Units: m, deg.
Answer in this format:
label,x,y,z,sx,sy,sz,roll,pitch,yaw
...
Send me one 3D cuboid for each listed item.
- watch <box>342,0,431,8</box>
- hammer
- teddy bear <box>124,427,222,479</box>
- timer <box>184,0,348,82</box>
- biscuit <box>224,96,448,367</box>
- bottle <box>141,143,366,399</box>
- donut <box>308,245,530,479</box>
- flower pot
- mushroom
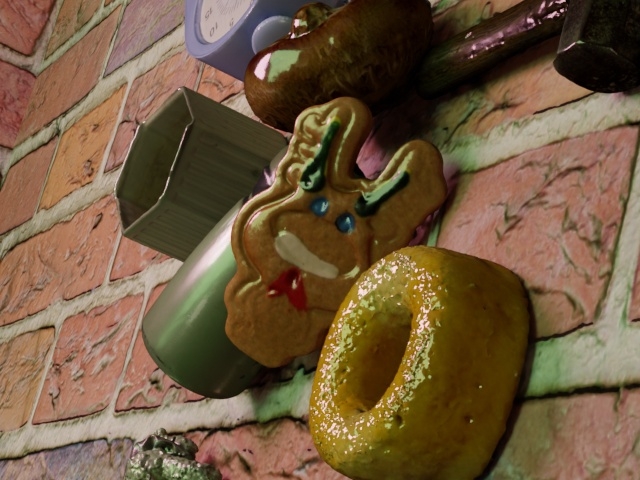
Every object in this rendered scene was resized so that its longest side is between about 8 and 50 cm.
label,x,y,z,sx,sy,sz,roll,pitch,yaw
watch,0.107,-0.368,1.755,0.193,0.068,0.206,-60,22,19
hammer,0.230,-0.237,1.414,0.409,0.095,0.242,-23,49,62
teddy bear,-0.221,0.314,1.758,0.133,0.111,0.213,-62,27,1
timer,-0.081,-0.419,2.031,0.395,0.173,0.395,-42,34,38
biscuit,0.000,0.000,1.526,0.334,0.202,0.047,-57,-12,16
bottle,-0.073,0.030,1.663,0.347,0.168,0.168,-52,29,18
donut,0.087,0.130,1.328,0.277,0.108,0.278,-44,33,39
flower pot,-0.168,-0.081,1.897,0.209,0.189,0.239,-56,29,19
mushroom,0.026,-0.219,1.624,0.253,0.253,0.153,-33,86,49
